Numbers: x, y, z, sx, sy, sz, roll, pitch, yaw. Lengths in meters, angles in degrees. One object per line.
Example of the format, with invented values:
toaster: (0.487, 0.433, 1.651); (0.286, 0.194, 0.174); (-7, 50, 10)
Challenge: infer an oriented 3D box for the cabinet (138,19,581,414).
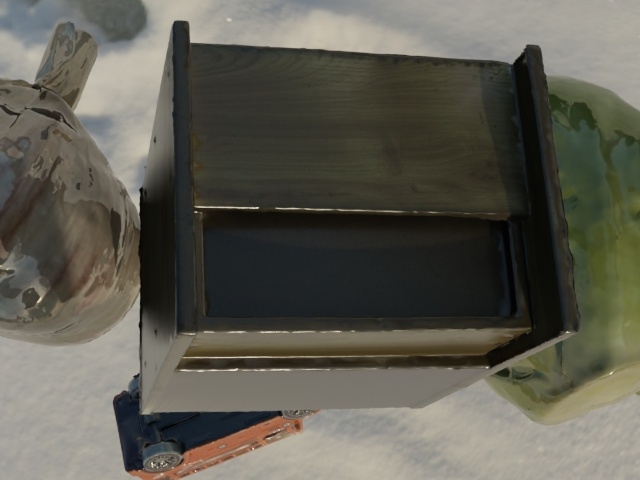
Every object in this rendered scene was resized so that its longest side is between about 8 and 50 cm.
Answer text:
cabinet: (0.000, 0.000, 0.536); (0.174, 0.215, 0.148); (1, 73, -13)

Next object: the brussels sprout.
brussels sprout: (0.210, 0.006, 0.981); (0.247, 0.328, 0.328); (-18, 86, -11)

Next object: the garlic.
garlic: (-0.194, -0.049, 0.674); (0.218, 0.218, 0.212); (17, 71, 27)

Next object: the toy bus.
toy bus: (-0.134, 0.250, 1.562); (0.329, 0.153, 0.143); (-23, 55, 4)
